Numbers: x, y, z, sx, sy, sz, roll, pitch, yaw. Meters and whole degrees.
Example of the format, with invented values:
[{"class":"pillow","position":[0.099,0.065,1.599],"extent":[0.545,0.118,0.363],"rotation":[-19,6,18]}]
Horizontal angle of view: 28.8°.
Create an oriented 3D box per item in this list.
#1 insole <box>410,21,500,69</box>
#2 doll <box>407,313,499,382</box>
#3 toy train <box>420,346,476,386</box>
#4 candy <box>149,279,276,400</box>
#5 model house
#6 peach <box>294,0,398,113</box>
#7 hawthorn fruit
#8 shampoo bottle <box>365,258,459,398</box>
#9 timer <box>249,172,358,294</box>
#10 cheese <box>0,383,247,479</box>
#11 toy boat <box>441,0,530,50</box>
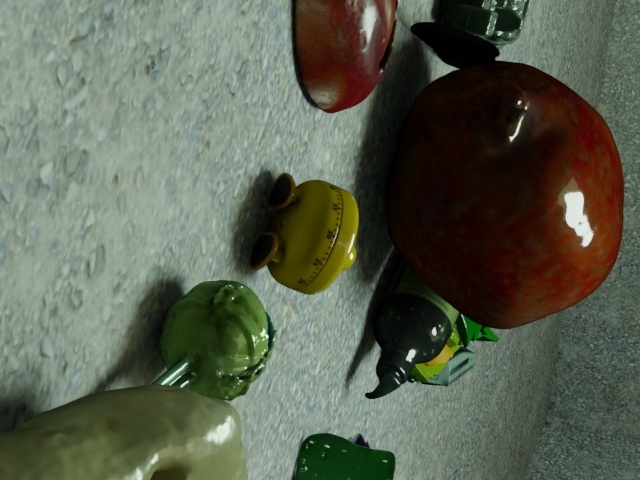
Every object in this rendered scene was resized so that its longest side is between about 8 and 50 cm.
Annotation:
[{"class":"insole","position":[0.170,-0.229,1.504],"extent":[0.322,0.109,0.007],"rotation":[6,101,-76]},{"class":"doll","position":[0.168,0.123,1.750],"extent":[0.186,0.106,0.134],"rotation":[-33,113,-41]},{"class":"toy train","position":[0.219,0.197,2.073],"extent":[0.252,0.055,0.048],"rotation":[-11,105,-71]},{"class":"candy","position":[-0.140,0.126,0.905],"extent":[0.093,0.092,0.335],"rotation":[-43,177,38]},{"class":"model house","position":[0.019,0.308,1.485],"extent":[0.088,0.117,0.167],"rotation":[-50,152,-87]},{"class":"peach","position":[0.039,-0.242,1.156],"extent":[0.279,0.068,0.189],"rotation":[83,25,-48]},{"class":"hawthorn fruit","position":[0.211,-0.063,1.491],"extent":[0.325,0.308,0.308],"rotation":[48,53,-35]},{"class":"shampoo bottle","position":[0.132,0.085,1.634],"extent":[0.101,0.101,0.284],"rotation":[83,28,-49]},{"class":"timer","position":[0.000,0.000,1.152],"extent":[0.107,0.109,0.107],"rotation":[-45,-147,41]},{"class":"cheese","position":[-0.149,0.184,0.790],"extent":[0.263,0.093,0.159],"rotation":[-19,125,-51]},{"class":"toy boat","position":[0.237,-0.320,1.653],"extent":[0.319,0.092,0.141],"rotation":[-23,128,-69]}]
